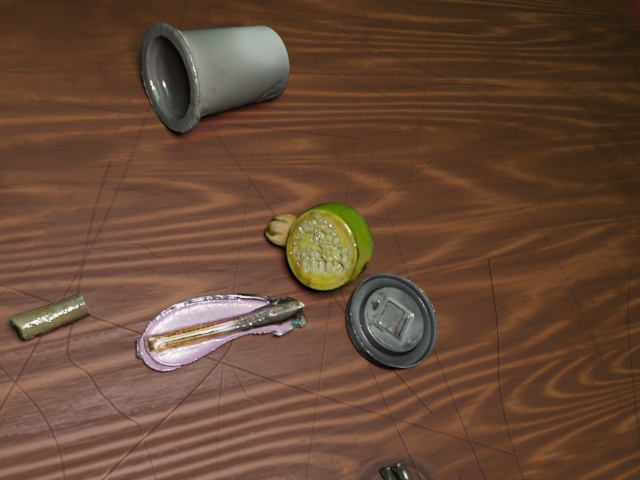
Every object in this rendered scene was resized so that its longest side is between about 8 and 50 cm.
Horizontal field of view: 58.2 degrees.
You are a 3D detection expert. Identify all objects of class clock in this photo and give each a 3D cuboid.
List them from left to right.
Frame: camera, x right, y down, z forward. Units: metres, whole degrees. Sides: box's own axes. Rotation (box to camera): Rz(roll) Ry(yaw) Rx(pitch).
[{"bbox_3d":[0.164,0.187,1.331,0.225,0.049,0.226,10,62,-18],"label":"clock"}]

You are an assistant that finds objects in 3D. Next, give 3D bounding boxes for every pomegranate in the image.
[{"bbox_3d":[0.007,0.013,1.296,0.159,0.240,0.190,-25,101,-65],"label":"pomegranate"}]

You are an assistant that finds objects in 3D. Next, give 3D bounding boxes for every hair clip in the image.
[{"bbox_3d":[-0.197,0.168,1.184,0.358,0.095,0.110,-11,106,-18],"label":"hair clip"}]

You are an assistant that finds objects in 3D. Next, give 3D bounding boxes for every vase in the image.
[{"bbox_3d":[-0.237,-0.398,1.351,0.291,0.245,0.245,-24,77,-39],"label":"vase"}]

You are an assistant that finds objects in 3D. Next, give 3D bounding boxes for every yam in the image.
[{"bbox_3d":[-0.499,0.142,1.070,0.132,0.054,0.054,-22,76,-30],"label":"yam"}]

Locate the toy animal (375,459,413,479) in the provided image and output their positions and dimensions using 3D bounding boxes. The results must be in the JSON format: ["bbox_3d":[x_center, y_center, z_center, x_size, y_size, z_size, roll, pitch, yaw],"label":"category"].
[{"bbox_3d":[0.119,0.533,1.106,0.244,0.114,0.146,-17,73,-28],"label":"toy animal"}]
